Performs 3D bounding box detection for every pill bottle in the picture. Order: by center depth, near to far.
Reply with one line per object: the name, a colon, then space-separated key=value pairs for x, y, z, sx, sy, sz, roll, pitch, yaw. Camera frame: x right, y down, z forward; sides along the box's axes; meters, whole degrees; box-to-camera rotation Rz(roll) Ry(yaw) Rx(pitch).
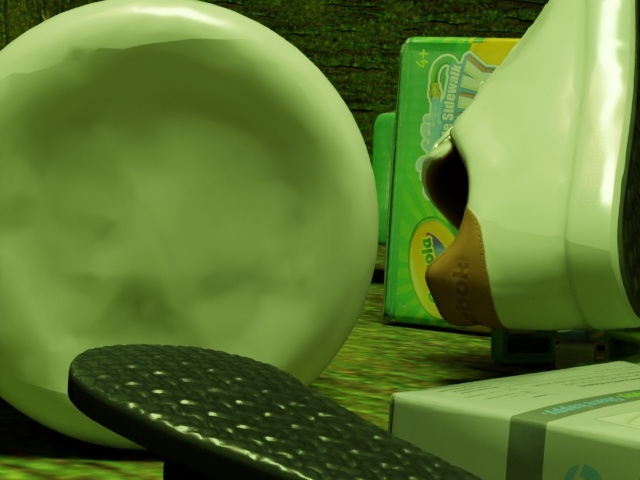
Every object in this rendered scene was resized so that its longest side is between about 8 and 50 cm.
pill bottle: x=-0.071 y=-0.014 z=0.686 sx=0.162 sy=0.162 sz=0.278 roll=3 pitch=3 yaw=-6

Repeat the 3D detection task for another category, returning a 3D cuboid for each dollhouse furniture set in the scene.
dollhouse furniture set: x=0.141 y=0.040 z=0.791 sx=0.076 sy=0.058 sz=0.152 roll=1 pitch=4 yaw=-26

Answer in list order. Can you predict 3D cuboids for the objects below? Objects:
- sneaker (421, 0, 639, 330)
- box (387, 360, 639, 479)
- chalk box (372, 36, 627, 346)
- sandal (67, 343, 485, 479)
sneaker: x=0.113 y=-0.075 z=0.826 sx=0.123 sy=0.106 sz=0.290 roll=-8 pitch=41 yaw=27
box: x=0.136 y=0.070 z=0.496 sx=0.186 sy=0.038 sz=0.145 roll=8 pitch=6 yaw=40
chalk box: x=0.151 y=-0.033 z=1.021 sx=0.289 sy=0.180 sz=0.179 roll=4 pitch=3 yaw=29
sandal: x=-0.005 y=0.071 z=0.443 sx=0.179 sy=0.040 sz=0.067 roll=23 pitch=20 yaw=33
